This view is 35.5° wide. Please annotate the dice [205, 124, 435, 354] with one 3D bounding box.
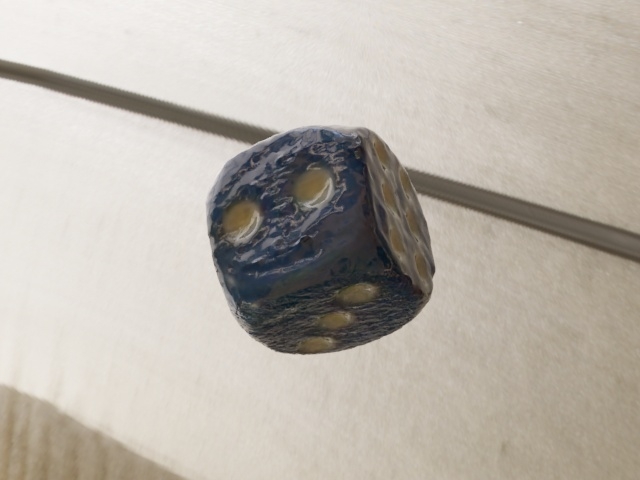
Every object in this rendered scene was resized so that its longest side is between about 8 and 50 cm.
[{"bbox_3d":[0.000,0.000,0.789,0.146,0.146,0.143,-21,-121,18],"label":"dice"}]
